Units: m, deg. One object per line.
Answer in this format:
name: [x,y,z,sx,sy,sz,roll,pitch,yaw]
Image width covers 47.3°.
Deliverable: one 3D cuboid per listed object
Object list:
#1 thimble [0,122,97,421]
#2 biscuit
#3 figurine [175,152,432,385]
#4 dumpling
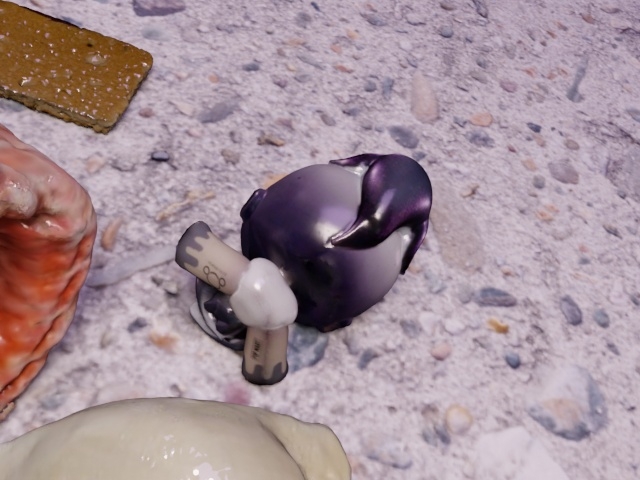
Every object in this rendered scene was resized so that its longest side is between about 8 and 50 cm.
thimble: [-0.263,0.017,0.424,0.162,0.239,0.239,32,47,13]
biscuit: [-0.293,-0.185,0.729,0.231,0.025,0.131,20,48,-4]
figurine: [0.000,0.000,0.608,0.145,0.145,0.222,42,54,15]
dumpling: [-0.097,0.184,0.425,0.252,0.131,0.179,3,57,-12]
